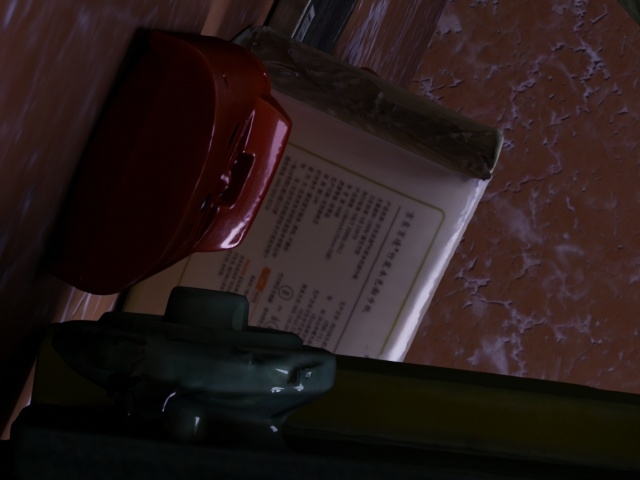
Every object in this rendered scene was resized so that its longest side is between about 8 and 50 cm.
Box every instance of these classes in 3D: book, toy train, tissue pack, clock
[{"bbox_3d":[-0.004,-0.148,1.129,0.228,0.024,0.160,74,41,-85],"label":"book"},{"bbox_3d":[0.053,0.122,0.710,0.272,0.442,0.179,-179,-83,-82],"label":"toy train"},{"bbox_3d":[-0.016,0.019,0.965,0.125,0.159,0.234,-57,171,-68],"label":"tissue pack"},{"bbox_3d":[-0.062,-0.033,0.762,0.155,0.061,0.113,-33,147,-80],"label":"clock"}]

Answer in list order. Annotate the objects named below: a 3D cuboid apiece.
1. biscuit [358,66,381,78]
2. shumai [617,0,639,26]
[{"bbox_3d":[0.000,0.000,1.531,0.312,0.110,0.318,-52,166,-85],"label":"biscuit"},{"bbox_3d":[0.198,-0.275,0.880,0.395,0.348,0.395,-41,142,-44],"label":"shumai"}]
